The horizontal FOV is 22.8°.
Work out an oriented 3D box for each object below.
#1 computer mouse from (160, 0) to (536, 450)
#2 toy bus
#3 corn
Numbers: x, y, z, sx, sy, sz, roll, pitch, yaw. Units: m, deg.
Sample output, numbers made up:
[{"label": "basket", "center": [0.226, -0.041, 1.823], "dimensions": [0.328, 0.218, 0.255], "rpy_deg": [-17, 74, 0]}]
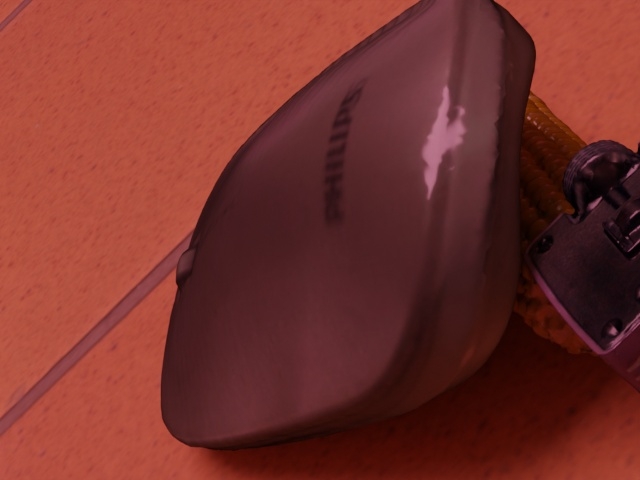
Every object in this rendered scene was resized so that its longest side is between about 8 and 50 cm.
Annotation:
[{"label": "computer mouse", "center": [-0.006, -0.002, 0.758], "dimensions": [0.331, 0.095, 0.197], "rpy_deg": [-30, 45, 56]}, {"label": "toy bus", "center": [0.186, -0.018, 0.616], "dimensions": [0.199, 0.108, 0.096], "rpy_deg": [-42, 30, 8]}, {"label": "corn", "center": [0.090, -0.030, 0.777], "dimensions": [0.081, 0.081, 0.248], "rpy_deg": [-41, 30, 6]}]
